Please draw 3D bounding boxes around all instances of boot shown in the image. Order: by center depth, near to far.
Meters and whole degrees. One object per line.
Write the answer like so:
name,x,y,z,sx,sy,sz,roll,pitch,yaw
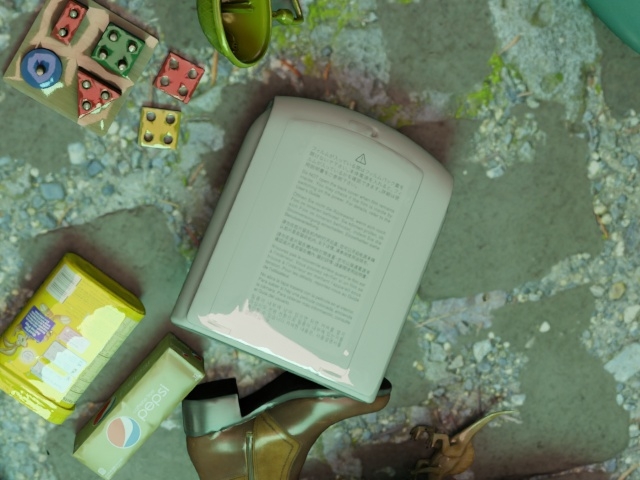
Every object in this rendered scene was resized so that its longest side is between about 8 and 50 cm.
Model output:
boot,-0.027,0.303,1.682,0.264,0.096,0.280,-11,105,-4

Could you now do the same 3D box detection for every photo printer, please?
photo printer,0.000,0.000,1.566,0.256,0.107,0.307,23,82,-10

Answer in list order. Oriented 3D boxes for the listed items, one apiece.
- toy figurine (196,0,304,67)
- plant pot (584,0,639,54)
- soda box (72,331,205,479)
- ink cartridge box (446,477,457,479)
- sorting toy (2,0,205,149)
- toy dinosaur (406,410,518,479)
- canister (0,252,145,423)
toy figurine,-0.168,-0.377,1.488,0.217,0.191,0.362,2,115,23
plant pot,0.414,-0.320,1.482,0.293,0.293,0.235,-38,119,4
soda box,-0.220,0.201,1.650,0.058,0.061,0.181,40,97,-15
ink cartridge box,0.079,0.391,1.615,0.218,0.092,0.158,-17,92,11
sorting toy,-0.264,-0.198,1.544,0.274,0.046,0.132,30,100,-14
toy dinosaur,0.164,0.264,1.732,0.092,0.053,0.183,24,108,-29
canister,-0.303,0.114,1.611,0.126,0.073,0.170,38,96,-15
